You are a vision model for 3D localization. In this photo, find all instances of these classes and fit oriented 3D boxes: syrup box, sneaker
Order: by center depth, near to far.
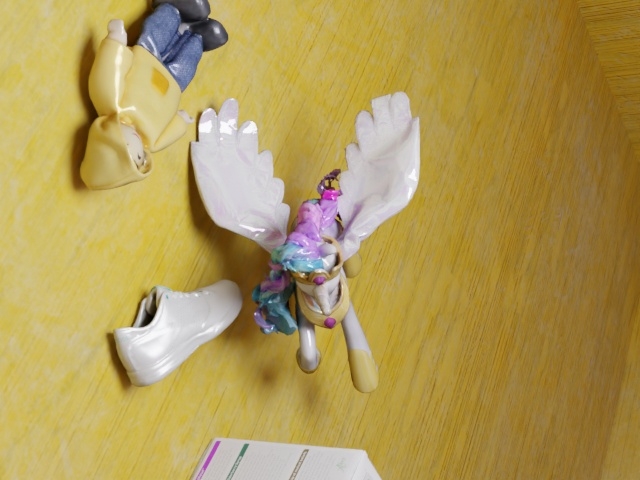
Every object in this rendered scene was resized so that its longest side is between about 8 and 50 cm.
[{"bbox_3d":[-0.176,0.089,1.444,0.212,0.080,0.094,-44,112,-48],"label":"sneaker"},{"bbox_3d":[-0.044,0.321,1.476,0.093,0.237,0.096,61,42,-35],"label":"syrup box"}]

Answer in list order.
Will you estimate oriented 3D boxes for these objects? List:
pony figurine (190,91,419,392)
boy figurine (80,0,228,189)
[{"bbox_3d":[0.000,0.000,1.539,0.363,0.303,0.350,77,5,-61],"label":"pony figurine"},{"bbox_3d":[-0.212,-0.181,1.386,0.177,0.092,0.285,61,38,-39],"label":"boy figurine"}]
